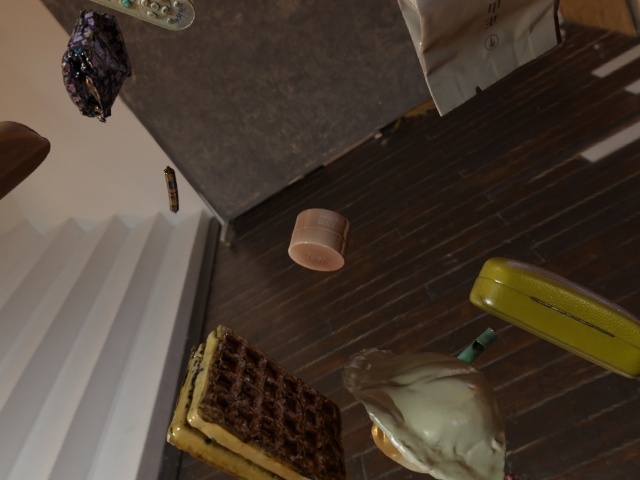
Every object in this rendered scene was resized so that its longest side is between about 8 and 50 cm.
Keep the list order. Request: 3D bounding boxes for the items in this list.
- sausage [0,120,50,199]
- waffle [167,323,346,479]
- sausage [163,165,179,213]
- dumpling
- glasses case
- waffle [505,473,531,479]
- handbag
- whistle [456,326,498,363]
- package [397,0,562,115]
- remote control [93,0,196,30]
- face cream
[{"bbox_3d":[-0.647,-0.131,0.984,0.123,0.123,0.253,-17,32,31],"label":"sausage"},{"bbox_3d":[-0.091,0.303,0.873,0.091,0.308,0.213,-42,22,20],"label":"waffle"},{"bbox_3d":[-0.357,-0.118,1.239,0.028,0.025,0.198,-30,-19,-25],"label":"sausage"},{"bbox_3d":[0.187,0.313,1.021,0.233,0.315,0.395,-59,16,14],"label":"dumpling"},{"bbox_3d":[0.514,0.150,1.109,0.141,0.371,0.173,-64,-7,-2],"label":"glasses case"},{"bbox_3d":[0.364,0.581,1.013,0.055,0.221,0.234,-11,66,65],"label":"waffle"},{"bbox_3d":[-0.557,-0.425,1.278,0.126,0.229,0.208,11,59,1],"label":"handbag"},{"bbox_3d":[0.393,0.307,1.370,0.186,0.039,0.039,-43,27,0],"label":"whistle"},{"bbox_3d":[0.194,-0.302,0.609,0.204,0.251,0.062,-29,44,-1],"label":"package"},{"bbox_3d":[-0.327,-0.437,0.907,0.078,0.221,0.042,-43,48,42],"label":"remote control"},{"bbox_3d":[0.000,0.000,1.326,0.149,0.149,0.104,-12,52,38],"label":"face cream"}]
